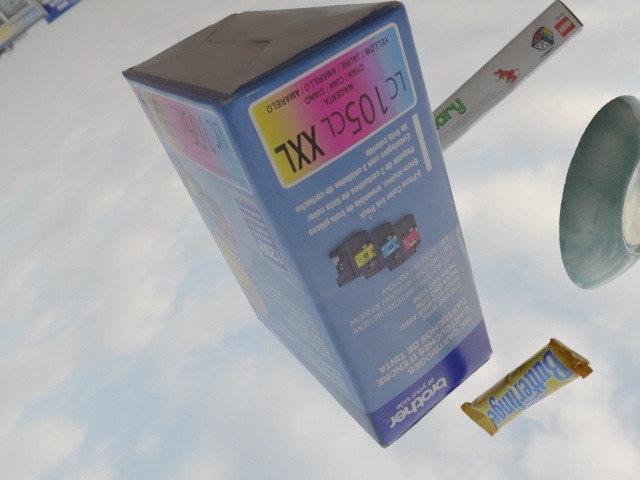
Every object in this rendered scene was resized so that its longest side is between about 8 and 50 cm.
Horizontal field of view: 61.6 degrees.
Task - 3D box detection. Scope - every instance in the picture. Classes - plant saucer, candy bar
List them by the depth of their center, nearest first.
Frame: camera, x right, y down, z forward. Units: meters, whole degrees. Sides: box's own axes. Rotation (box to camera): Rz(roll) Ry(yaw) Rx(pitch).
[{"bbox_3d":[0.171,0.128,0.458,0.040,0.162,0.018,41,-126,15],"label":"candy bar"},{"bbox_3d":[0.300,-0.041,0.522,0.195,0.195,0.037,-50,-144,-18],"label":"plant saucer"}]

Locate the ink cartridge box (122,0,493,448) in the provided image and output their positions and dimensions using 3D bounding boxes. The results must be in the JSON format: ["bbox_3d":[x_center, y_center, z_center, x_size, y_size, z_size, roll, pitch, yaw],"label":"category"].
[{"bbox_3d":[0.000,0.000,0.515,0.151,0.396,0.270,-35,-147,-16],"label":"ink cartridge box"}]

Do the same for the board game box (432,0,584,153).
[{"bbox_3d":[0.206,-0.185,0.759,0.305,0.053,0.193,-42,179,15],"label":"board game box"}]
